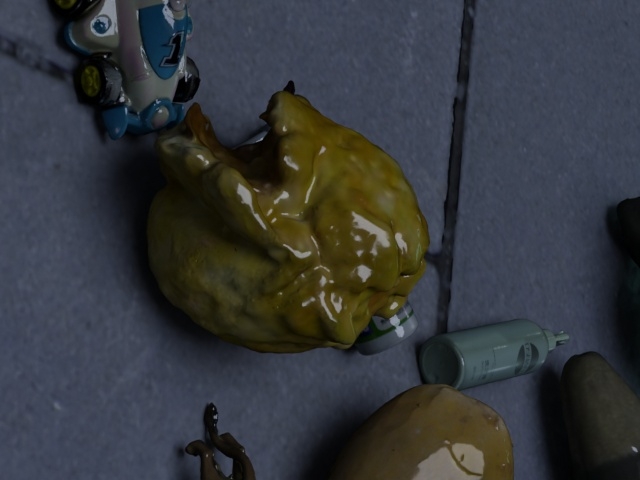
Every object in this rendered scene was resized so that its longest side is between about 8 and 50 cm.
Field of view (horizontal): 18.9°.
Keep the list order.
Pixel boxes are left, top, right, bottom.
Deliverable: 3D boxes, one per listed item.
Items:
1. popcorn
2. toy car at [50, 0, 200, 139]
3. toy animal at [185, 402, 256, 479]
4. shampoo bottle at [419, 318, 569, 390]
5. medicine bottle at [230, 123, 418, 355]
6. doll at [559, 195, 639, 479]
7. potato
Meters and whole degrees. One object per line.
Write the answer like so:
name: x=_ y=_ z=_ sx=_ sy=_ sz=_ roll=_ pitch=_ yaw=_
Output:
popcorn: x=-0.033 y=-0.005 z=1.553 sx=0.253 sy=0.190 sz=0.191 roll=41 pitch=29 yaw=-10
toy car: x=-0.138 y=-0.169 z=1.551 sx=0.126 sy=0.098 sz=0.161 roll=-5 pitch=80 yaw=-44
toy animal: x=-0.077 y=0.228 z=1.525 sx=0.069 sy=0.086 sz=0.220 roll=22 pitch=46 yaw=-43
shampoo bottle: x=0.175 y=0.103 z=1.818 sx=0.195 sy=0.056 sz=0.056 roll=-9 pitch=85 yaw=-46
medicine bottle: x=0.000 y=0.000 z=1.674 sx=0.092 sy=0.061 sz=0.221 roll=-32 pitch=101 yaw=-25
doll: x=0.398 y=0.129 z=1.905 sx=0.378 sy=0.252 sz=0.382 roll=-23 pitch=89 yaw=-46
potato: x=0.078 y=0.231 z=1.626 sx=0.150 sy=0.146 sz=0.234 roll=29 pitch=64 yaw=16
